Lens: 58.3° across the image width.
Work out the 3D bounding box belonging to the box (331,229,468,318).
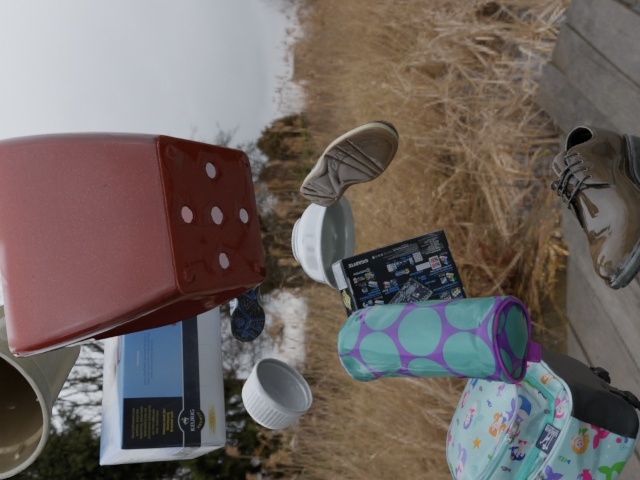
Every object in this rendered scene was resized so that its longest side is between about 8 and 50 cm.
[{"bbox_3d":[0.148,0.091,1.018,0.051,0.220,0.175,-34,73,67],"label":"box"}]

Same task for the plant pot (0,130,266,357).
[{"bbox_3d":[-0.223,-0.012,0.749,0.267,0.235,0.267,-3,-97,-63],"label":"plant pot"}]

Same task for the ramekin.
[{"bbox_3d":[-0.137,0.465,1.720,0.109,0.207,0.207,-52,11,19],"label":"ramekin"}]

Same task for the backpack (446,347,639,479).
[{"bbox_3d":[0.277,0.284,0.764,0.225,0.191,0.254,-74,-2,-82],"label":"backpack"}]

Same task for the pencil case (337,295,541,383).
[{"bbox_3d":[0.089,0.081,0.460,0.070,0.151,0.065,39,-125,-35],"label":"pencil case"}]

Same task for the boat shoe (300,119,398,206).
[{"bbox_3d":[0.067,-0.191,1.284,0.342,0.123,0.123,-39,24,58],"label":"boat shoe"}]

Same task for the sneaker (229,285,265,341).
[{"bbox_3d":[-0.164,0.131,1.282,0.081,0.080,0.211,-109,22,-64],"label":"sneaker"}]

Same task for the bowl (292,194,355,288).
[{"bbox_3d":[0.000,0.000,1.773,0.298,0.134,0.298,2,-90,-68],"label":"bowl"}]

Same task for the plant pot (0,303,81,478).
[{"bbox_3d":[-0.690,0.285,1.250,0.305,0.333,0.334,-88,-1,-72],"label":"plant pot"}]

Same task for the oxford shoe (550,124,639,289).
[{"bbox_3d":[0.269,-0.040,0.563,0.227,0.096,0.083,-66,-4,-49],"label":"oxford shoe"}]

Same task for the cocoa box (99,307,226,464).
[{"bbox_3d":[-0.369,0.317,1.323,0.231,0.227,0.347,-42,48,49],"label":"cocoa box"}]
